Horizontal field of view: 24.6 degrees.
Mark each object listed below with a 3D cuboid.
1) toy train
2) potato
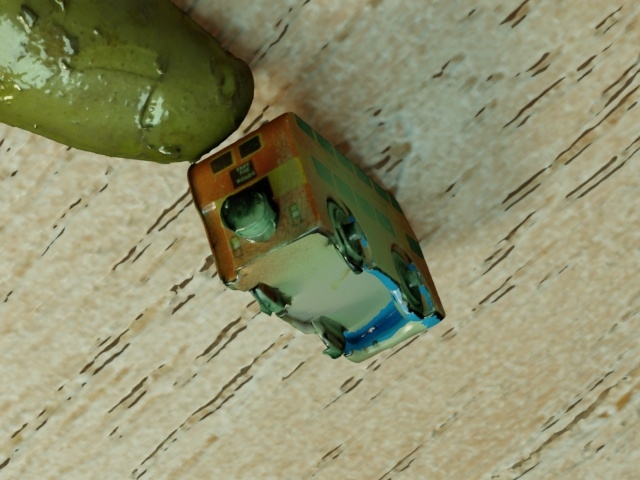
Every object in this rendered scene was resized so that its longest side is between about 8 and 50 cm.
[{"bbox_3d":[0.000,0.000,0.824,0.072,0.099,0.188,-25,149,18],"label":"toy train"},{"bbox_3d":[-0.123,-0.101,0.781,0.188,0.085,0.105,22,102,-22],"label":"potato"}]
